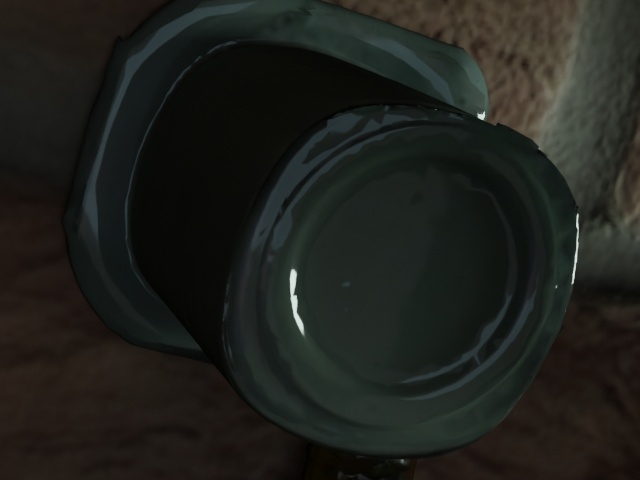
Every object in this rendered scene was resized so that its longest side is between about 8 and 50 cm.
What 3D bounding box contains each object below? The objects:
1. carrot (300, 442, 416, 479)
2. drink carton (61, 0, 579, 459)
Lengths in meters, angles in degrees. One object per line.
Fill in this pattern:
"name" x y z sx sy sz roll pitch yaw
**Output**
"carrot" -0.004 0.206 0.826 0.070 0.070 0.260 10 99 -21
"drink carton" 0.000 0.000 0.715 0.191 0.189 0.185 17 102 -21
